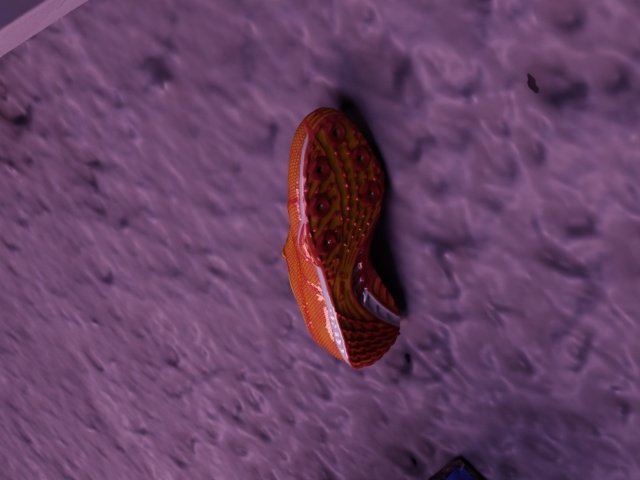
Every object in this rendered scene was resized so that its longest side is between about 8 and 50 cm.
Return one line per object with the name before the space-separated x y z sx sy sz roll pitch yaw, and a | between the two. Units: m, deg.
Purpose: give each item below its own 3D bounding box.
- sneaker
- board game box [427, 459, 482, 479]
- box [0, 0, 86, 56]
sneaker | 0.000 0.000 0.768 0.067 0.064 0.175 32 141 39
board game box | 0.017 0.311 0.902 0.141 0.232 0.291 45 145 6
box | -0.176 -0.170 0.695 0.130 0.170 0.091 53 144 -8
